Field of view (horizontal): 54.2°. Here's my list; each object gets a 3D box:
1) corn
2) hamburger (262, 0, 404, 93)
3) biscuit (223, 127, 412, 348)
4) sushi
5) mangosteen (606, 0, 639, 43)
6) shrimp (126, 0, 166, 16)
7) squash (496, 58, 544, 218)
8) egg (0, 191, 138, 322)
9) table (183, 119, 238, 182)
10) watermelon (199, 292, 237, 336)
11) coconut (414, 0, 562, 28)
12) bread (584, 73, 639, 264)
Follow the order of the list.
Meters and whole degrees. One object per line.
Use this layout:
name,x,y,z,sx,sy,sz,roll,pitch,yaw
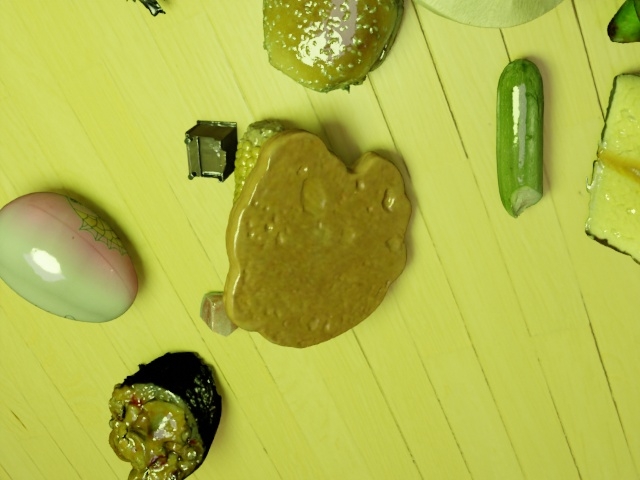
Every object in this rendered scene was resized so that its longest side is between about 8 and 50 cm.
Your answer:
corn,-0.082,-0.020,1.028,0.130,0.130,0.346,5,115,10
hamburger,0.018,-0.319,0.862,0.189,0.122,0.215,28,116,-1
biscuit,0.000,0.000,0.972,0.312,0.057,0.351,-7,113,-25
sushi,-0.311,0.349,1.221,0.200,0.204,0.213,-23,103,27
mangosteen,0.486,-0.331,0.663,0.311,0.311,0.311,5,117,10
shrimp,-0.358,-0.409,0.950,0.198,0.051,0.262,-34,101,32
squash,0.292,-0.143,0.915,0.069,0.069,0.238,-2,115,14
egg,-0.450,0.036,1.106,0.196,0.196,0.271,-27,115,23
table,-0.179,-0.143,1.015,0.070,0.082,0.083,5,116,10
watermelon,-0.193,0.138,1.166,0.092,0.072,0.084,-12,95,23
coconut,0.196,-0.363,0.714,0.238,0.266,0.237,0,107,1
bread,0.471,-0.095,0.874,0.178,0.142,0.266,32,130,44
